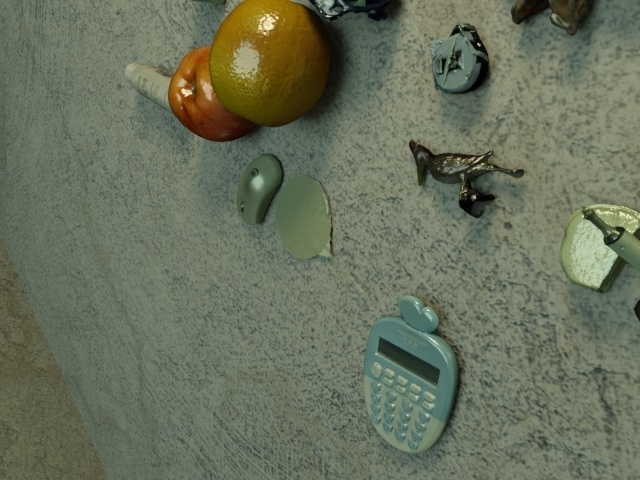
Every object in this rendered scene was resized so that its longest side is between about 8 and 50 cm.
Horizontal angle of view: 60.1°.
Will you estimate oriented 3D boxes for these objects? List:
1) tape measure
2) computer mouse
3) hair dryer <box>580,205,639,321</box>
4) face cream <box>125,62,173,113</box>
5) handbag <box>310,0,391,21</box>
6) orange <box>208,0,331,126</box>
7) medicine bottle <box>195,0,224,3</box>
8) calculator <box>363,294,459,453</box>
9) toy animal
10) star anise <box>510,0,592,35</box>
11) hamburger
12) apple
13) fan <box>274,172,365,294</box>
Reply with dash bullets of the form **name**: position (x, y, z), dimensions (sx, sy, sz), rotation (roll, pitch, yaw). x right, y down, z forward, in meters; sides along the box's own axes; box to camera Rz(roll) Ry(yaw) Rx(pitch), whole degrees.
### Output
- **tape measure**: position (0.211, -0.272, 0.839), dimensions (0.091, 0.054, 0.094), rotation (-20, 81, 51)
- **computer mouse**: position (-0.148, -0.108, 1.220), dimensions (0.089, 0.056, 0.181), rotation (50, 129, 32)
- **hair dryer**: position (0.388, 0.027, 0.673), dimensions (0.198, 0.057, 0.100), rotation (41, 127, 0)
- **face cream**: position (-0.414, -0.393, 1.411), dimensions (0.269, 0.082, 0.082), rotation (35, 120, 35)
- **handbag**: position (0.028, -0.482, 0.913), dimensions (0.260, 0.162, 0.113), rotation (63, 146, 17)
- **orange**: position (-0.091, -0.325, 1.012), dimensions (0.236, 0.236, 0.236), rotation (10, 104, 43)
- **medicine bottle**: position (-0.257, -0.637, 1.185), dimensions (0.083, 0.121, 0.228), rotation (22, 112, 41)
- **calculator**: position (0.157, 0.242, 0.991), dimensions (0.188, 0.042, 0.302), rotation (25, 114, 40)
- **toy animal**: position (0.212, -0.110, 0.873), dimensions (0.202, 0.070, 0.105), rotation (38, 111, 39)
- **star anise**: position (0.316, -0.361, 0.707), dimensions (0.212, 0.073, 0.196), rotation (4, 97, 46)
- **hamburger**: position (0.367, 0.003, 0.738), dimensions (0.084, 0.054, 0.121), rotation (41, 121, 37)
- **apple**: position (-0.224, -0.314, 1.181), dimensions (0.209, 0.164, 0.209), rotation (7, 101, 41)
- **fan**: position (0.001, 0.000, 1.121), dimensions (0.310, 0.010, 0.182), rotation (52, 129, 29)
